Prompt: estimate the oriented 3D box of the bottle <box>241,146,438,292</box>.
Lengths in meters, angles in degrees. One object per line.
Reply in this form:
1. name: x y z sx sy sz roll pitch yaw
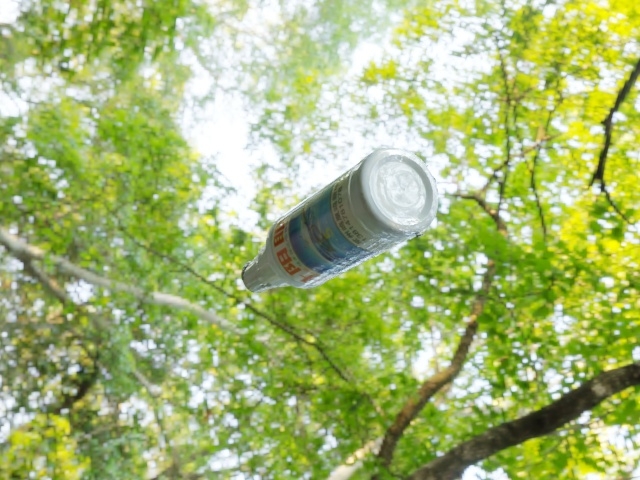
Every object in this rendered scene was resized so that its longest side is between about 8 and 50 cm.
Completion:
1. bottle: 0.000 0.000 0.633 0.217 0.060 0.060 -33 -117 59
